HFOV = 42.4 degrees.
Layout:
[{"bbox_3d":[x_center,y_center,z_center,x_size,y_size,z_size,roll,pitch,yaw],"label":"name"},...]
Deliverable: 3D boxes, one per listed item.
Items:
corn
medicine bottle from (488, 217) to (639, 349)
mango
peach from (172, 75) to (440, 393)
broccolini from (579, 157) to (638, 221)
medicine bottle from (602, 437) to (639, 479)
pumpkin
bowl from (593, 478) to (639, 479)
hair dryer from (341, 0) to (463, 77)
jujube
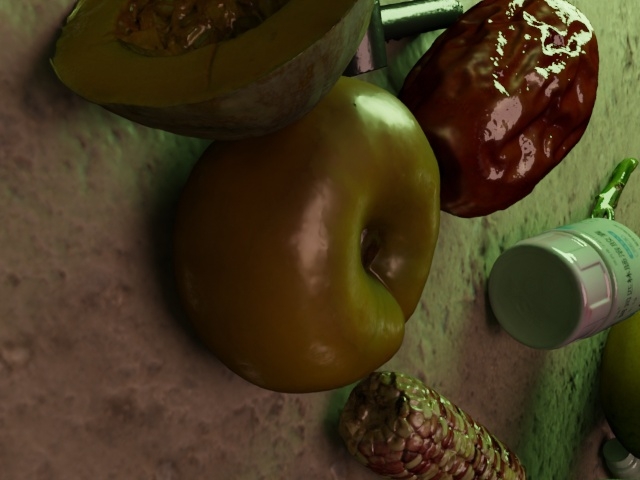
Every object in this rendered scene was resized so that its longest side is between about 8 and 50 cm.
[{"bbox_3d":[0.124,0.211,0.825,0.290,0.098,0.098,37,67,-45],"label":"corn"},{"bbox_3d":[0.289,0.048,0.954,0.169,0.135,0.135,-13,102,-42],"label":"medicine bottle"},{"bbox_3d":[0.525,0.153,1.151,0.378,0.221,0.263,-31,118,-31],"label":"mango"},{"bbox_3d":[0.000,0.000,0.646,0.251,0.153,0.251,-31,131,-45],"label":"peach"},{"bbox_3d":[0.388,-0.051,1.102,0.216,0.067,0.058,-48,163,-33],"label":"broccolini"},{"bbox_3d":[0.441,0.324,1.194,0.083,0.047,0.047,53,57,-34],"label":"medicine bottle"},{"bbox_3d":[-0.055,-0.129,0.543,0.217,0.217,0.110,-60,148,-25],"label":"pumpkin"},{"bbox_3d":[0.305,0.432,0.958,0.307,0.163,0.307,14,72,-49],"label":"bowl"},{"bbox_3d":[0.071,-0.219,0.757,0.248,0.071,0.114,-27,112,-46],"label":"hair dryer"},{"bbox_3d":[0.169,-0.131,0.788,0.250,0.174,0.174,-48,125,-35],"label":"jujube"}]
